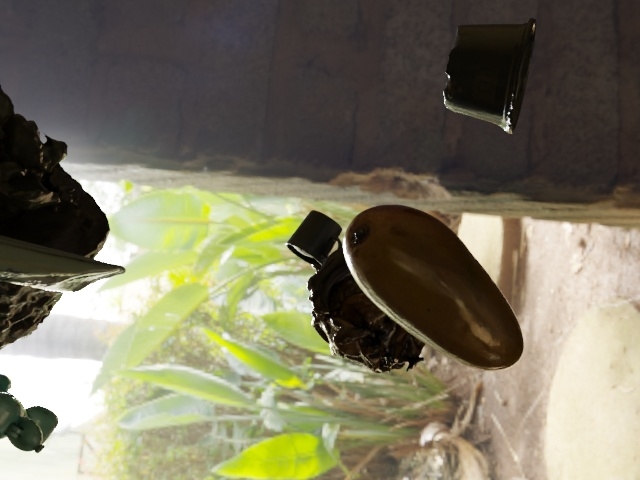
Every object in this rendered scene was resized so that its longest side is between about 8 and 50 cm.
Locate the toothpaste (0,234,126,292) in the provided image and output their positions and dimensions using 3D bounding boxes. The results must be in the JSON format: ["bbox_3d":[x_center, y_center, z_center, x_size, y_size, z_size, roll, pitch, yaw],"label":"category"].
[{"bbox_3d":[-0.268,0.014,0.602,0.255,0.067,0.037,26,-137,-63],"label":"toothpaste"}]

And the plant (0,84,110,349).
[{"bbox_3d":[-0.372,-0.035,0.841,0.312,0.215,0.213,-56,-10,31],"label":"plant"}]

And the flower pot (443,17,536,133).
[{"bbox_3d":[0.234,-0.237,1.008,0.157,0.107,0.157,14,-90,-72],"label":"flower pot"}]

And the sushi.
[{"bbox_3d":[0.082,0.108,1.130,0.200,0.204,0.213,48,158,40],"label":"sushi"}]

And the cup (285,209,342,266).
[{"bbox_3d":[0.000,0.000,1.255,0.077,0.100,0.078,-57,-37,-12],"label":"cup"}]

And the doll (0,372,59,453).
[{"bbox_3d":[-0.408,0.226,0.939,0.059,0.159,0.158,-51,-13,-15],"label":"doll"}]

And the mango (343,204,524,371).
[{"bbox_3d":[0.129,0.052,0.788,0.113,0.253,0.138,-46,16,14],"label":"mango"}]
